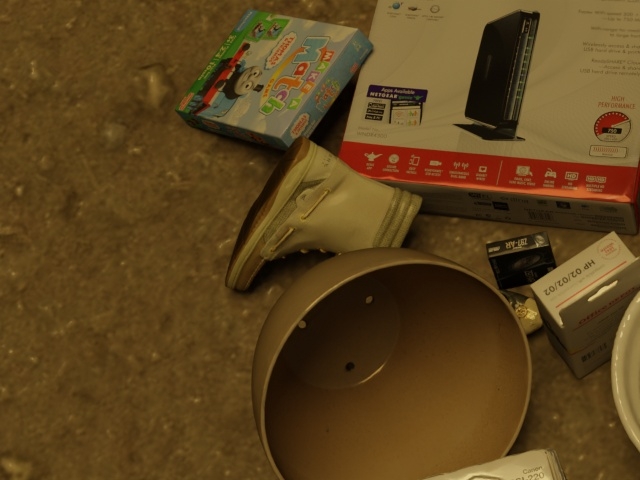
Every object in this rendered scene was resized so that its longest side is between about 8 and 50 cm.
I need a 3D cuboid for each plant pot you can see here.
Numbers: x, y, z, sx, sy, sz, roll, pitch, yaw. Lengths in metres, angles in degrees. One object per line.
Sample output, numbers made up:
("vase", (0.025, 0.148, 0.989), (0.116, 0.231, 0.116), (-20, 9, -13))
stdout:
("plant pot", (0.048, 0.123, 1.779), (0.284, 0.284, 0.191), (-36, 27, -4))

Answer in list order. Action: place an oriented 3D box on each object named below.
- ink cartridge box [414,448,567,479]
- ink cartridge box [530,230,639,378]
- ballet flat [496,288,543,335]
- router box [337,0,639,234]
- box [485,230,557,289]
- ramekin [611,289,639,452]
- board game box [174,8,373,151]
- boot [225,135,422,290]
("ink cartridge box", (0.172, 0.286, 1.666), (0.159, 0.218, 0.092), (-16, 62, 8))
("ink cartridge box", (0.278, 0.060, 1.768), (0.104, 0.181, 0.061), (-33, 61, -3))
("ballet flat", (0.157, 0.069, 1.873), (0.173, 0.049, 0.057), (11, 69, 20))
("router box", (0.211, -0.172, 1.957), (0.336, 0.082, 0.301), (5, 66, 18))
("box", (0.216, 0.022, 1.860), (0.067, 0.083, 0.018), (-12, 61, 9))
("ramekin", (0.431, 0.147, 1.711), (0.277, 0.135, 0.277), (-6, 64, 12))
("board game box", (-0.057, -0.188, 2.018), (0.211, 0.039, 0.160), (18, 68, 48))
("boot", (0.000, 0.000, 1.923), (0.165, 0.213, 0.077), (24, 34, -13))
